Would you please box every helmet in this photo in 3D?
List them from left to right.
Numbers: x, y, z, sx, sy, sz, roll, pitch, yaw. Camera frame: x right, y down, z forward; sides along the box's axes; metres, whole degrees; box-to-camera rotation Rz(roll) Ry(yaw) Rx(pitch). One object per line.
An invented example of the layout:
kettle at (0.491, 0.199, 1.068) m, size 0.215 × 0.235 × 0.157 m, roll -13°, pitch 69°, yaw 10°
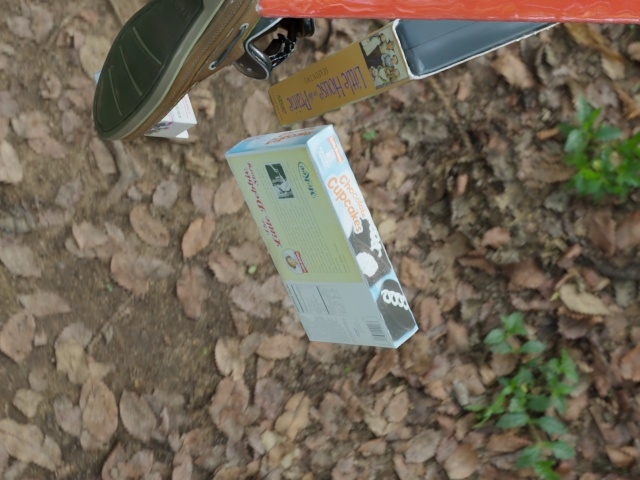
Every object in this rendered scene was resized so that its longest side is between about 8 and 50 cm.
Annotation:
helmet at (-0.097, -0.340, 1.475) m, size 0.169 × 0.161 × 0.169 m, roll -8°, pitch 52°, yaw 11°

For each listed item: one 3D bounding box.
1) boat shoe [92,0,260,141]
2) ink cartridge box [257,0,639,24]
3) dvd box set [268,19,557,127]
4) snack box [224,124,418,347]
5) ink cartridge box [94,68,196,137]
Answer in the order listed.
boat shoe at (-0.125, -0.210, 1.020) m, size 0.104 × 0.307 × 0.111 m, roll 7°, pitch 47°, yaw -45°
ink cartridge box at (0.101, -0.228, 0.466) m, size 0.275 × 0.060 × 0.239 m, roll 1°, pitch 91°, yaw 2°
dvd box set at (0.136, -0.224, 1.093) m, size 0.307 × 0.420 × 0.062 m, roll -25°, pitch 98°, yaw -16°
snack box at (0.000, 0.000, 1.399) m, size 0.060 × 0.187 × 0.322 m, roll -37°, pitch 113°, yaw -35°
ink cartridge box at (-0.272, -0.229, 1.621) m, size 0.181 × 0.061 × 0.104 m, roll -3°, pitch 72°, yaw -56°
